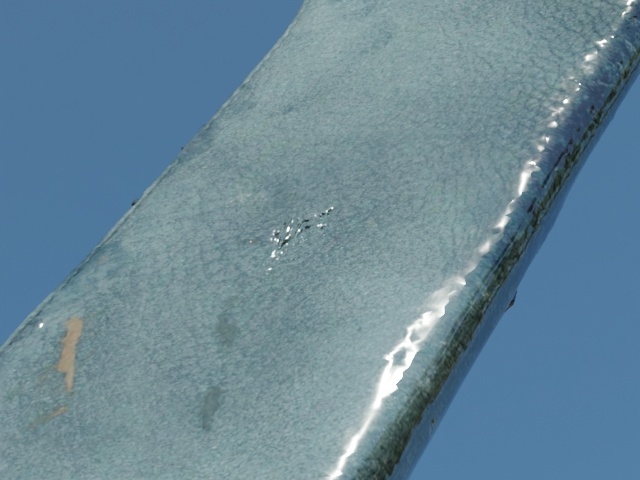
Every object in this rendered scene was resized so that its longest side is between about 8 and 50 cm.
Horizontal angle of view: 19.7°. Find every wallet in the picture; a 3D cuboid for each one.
[{"bbox_3d":[0.000,0.000,0.724,0.190,0.379,0.046,6,-48,32],"label":"wallet"}]
